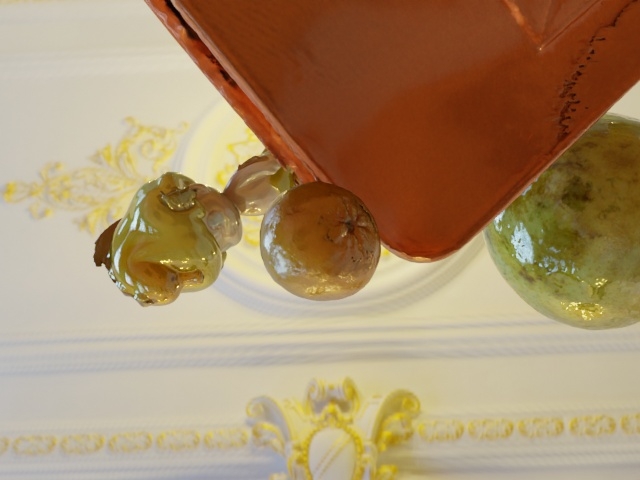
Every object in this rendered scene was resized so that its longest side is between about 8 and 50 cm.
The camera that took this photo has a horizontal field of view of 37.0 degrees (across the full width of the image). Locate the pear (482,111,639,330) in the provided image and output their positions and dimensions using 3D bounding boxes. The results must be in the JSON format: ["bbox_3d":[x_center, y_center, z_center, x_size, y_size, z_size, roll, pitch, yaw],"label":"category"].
[{"bbox_3d":[0.355,-0.032,1.276,0.303,0.304,0.304,-2,-126,3],"label":"pear"}]

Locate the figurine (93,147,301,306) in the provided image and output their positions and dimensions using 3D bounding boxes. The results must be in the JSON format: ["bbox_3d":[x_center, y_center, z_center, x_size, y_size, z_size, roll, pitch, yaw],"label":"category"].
[{"bbox_3d":[-0.116,-0.027,0.985,0.246,0.156,0.131,-31,-127,-14],"label":"figurine"}]

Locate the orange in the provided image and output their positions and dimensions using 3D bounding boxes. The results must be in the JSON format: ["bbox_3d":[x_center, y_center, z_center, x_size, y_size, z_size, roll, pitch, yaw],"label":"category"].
[{"bbox_3d":[0.000,0.000,0.623,0.083,0.070,0.083,17,-127,-24],"label":"orange"}]

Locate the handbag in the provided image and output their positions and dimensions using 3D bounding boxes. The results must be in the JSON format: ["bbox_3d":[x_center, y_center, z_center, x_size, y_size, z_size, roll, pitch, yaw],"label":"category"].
[{"bbox_3d":[0.037,-0.213,0.674,0.303,0.410,0.116,-42,-158,-3],"label":"handbag"}]
